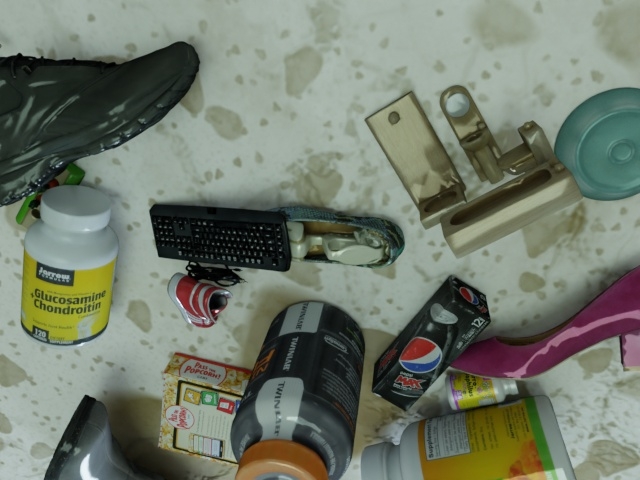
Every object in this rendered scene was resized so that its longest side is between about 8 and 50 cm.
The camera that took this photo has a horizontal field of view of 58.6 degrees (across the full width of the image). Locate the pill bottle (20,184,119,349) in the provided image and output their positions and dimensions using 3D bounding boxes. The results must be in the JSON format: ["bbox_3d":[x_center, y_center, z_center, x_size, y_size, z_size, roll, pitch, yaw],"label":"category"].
[{"bbox_3d":[-0.300,0.032,0.685,0.103,0.103,0.184,18,118,0],"label":"pill bottle"}]

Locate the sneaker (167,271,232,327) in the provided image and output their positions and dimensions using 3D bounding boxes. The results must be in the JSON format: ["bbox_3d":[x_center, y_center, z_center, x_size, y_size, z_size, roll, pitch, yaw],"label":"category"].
[{"bbox_3d":[-0.133,0.083,0.687,0.067,0.042,0.118,17,156,21],"label":"sneaker"}]

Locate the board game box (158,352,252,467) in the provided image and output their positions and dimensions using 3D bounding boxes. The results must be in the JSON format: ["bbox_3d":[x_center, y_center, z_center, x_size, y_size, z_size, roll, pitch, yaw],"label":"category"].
[{"bbox_3d":[-0.123,0.247,0.794,0.193,0.045,0.147,14,117,2],"label":"board game box"}]

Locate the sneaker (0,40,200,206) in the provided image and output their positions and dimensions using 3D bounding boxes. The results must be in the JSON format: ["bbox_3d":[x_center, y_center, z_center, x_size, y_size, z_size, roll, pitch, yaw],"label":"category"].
[{"bbox_3d":[-0.260,-0.139,0.574,0.286,0.109,0.130,-27,108,3],"label":"sneaker"}]

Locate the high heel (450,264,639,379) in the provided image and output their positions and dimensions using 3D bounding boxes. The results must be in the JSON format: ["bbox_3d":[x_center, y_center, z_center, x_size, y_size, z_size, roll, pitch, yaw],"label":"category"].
[{"bbox_3d":[0.262,0.093,0.652,0.244,0.082,0.117,-8,91,25],"label":"high heel"}]

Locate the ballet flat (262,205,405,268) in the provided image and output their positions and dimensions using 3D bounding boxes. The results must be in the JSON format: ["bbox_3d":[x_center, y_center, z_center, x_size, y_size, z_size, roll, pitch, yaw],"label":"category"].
[{"bbox_3d":[0.000,0.000,0.644,0.188,0.070,0.070,0,116,9],"label":"ballet flat"}]

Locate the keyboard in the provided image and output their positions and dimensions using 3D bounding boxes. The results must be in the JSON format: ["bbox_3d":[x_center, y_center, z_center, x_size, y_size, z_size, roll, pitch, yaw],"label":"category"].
[{"bbox_3d":[-0.121,0.012,0.652,0.192,0.038,0.100,5,117,29],"label":"keyboard"}]

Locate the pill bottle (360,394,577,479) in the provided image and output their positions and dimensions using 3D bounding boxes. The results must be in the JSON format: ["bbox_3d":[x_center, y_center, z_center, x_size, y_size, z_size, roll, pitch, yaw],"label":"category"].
[{"bbox_3d":[0.181,0.286,0.713,0.245,0.136,0.136,-18,112,17],"label":"pill bottle"}]

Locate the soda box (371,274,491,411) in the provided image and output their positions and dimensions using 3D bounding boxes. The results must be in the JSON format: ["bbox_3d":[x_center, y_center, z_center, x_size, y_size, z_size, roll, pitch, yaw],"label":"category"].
[{"bbox_3d":[0.129,0.126,0.686,0.053,0.060,0.169,31,117,-6],"label":"soda box"}]

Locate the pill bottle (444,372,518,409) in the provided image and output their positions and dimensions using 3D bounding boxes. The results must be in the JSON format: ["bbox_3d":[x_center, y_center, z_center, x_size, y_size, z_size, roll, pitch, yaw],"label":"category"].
[{"bbox_3d":[0.201,0.183,0.712,0.083,0.043,0.043,-16,112,15],"label":"pill bottle"}]

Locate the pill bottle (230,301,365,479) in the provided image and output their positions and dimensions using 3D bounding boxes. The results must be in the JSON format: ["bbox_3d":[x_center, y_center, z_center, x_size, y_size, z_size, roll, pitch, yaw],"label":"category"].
[{"bbox_3d":[-0.022,0.184,0.635,0.130,0.246,0.130,3,116,7],"label":"pill bottle"}]

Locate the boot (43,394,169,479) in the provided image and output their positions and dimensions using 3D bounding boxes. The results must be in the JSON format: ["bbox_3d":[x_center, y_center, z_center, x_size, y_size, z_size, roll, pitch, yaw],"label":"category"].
[{"bbox_3d":[-0.258,0.348,0.820,0.222,0.118,0.338,19,138,-3],"label":"boot"}]

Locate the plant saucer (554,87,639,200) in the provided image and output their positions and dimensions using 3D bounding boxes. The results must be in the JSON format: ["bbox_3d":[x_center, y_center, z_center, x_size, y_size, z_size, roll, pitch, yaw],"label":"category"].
[{"bbox_3d":[0.300,-0.092,0.575,0.119,0.021,0.119,4,116,8],"label":"plant saucer"}]

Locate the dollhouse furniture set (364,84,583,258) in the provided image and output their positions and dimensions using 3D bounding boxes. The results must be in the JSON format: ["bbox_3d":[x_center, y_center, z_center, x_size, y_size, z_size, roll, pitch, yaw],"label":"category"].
[{"bbox_3d":[0.131,-0.082,0.535,0.144,0.151,0.123,-28,108,18],"label":"dollhouse furniture set"}]

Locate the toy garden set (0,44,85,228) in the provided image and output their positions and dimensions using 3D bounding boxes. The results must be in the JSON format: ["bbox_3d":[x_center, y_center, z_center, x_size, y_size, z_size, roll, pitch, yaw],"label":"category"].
[{"bbox_3d":[-0.382,-0.140,0.644,0.244,0.049,0.204,37,116,-10],"label":"toy garden set"}]
